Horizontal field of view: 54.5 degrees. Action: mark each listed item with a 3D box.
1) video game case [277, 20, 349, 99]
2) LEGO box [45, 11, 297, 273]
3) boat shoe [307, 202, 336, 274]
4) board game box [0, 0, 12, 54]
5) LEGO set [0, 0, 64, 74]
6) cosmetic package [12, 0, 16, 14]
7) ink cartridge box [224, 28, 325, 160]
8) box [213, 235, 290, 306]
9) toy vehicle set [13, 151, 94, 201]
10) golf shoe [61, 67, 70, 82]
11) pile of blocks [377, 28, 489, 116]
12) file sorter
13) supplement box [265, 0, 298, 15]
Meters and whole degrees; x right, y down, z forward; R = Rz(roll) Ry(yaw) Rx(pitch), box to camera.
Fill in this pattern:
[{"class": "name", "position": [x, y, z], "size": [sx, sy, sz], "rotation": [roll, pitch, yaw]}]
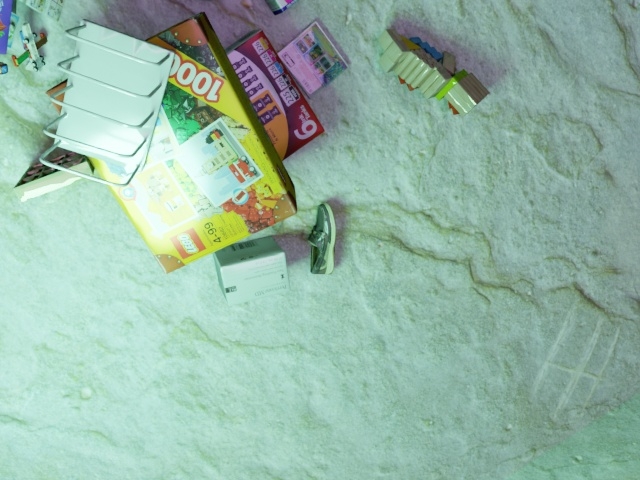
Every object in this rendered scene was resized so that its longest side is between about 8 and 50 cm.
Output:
[{"class": "video game case", "position": [-0.020, -0.494, 1.708], "size": [0.143, 0.019, 0.157], "rotation": [-41, 113, -3]}, {"class": "LEGO box", "position": [-0.330, -0.228, 1.491], "size": [0.373, 0.193, 0.499], "rotation": [-25, 115, 6]}, {"class": "boat shoe", "position": [0.000, 0.000, 1.829], "size": [0.074, 0.080, 0.223], "rotation": [-9, 113, -20]}, {"class": "board game box", "position": [-0.774, -0.551, 1.284], "size": [0.078, 0.347, 0.233], "rotation": [-16, 127, -58]}, {"class": "LEGO set", "position": [-0.682, -0.490, 1.421], "size": [0.060, 0.182, 0.244], "rotation": [18, 93, 10]}, {"class": "cosmetic package", "position": [-0.743, -0.591, 1.393], "size": [0.107, 0.127, 0.237], "rotation": [7, 102, -17]}, {"class": "ink cartridge box", "position": [-0.189, -0.345, 1.639], "size": [0.272, 0.130, 0.309], "rotation": [-36, 113, -3]}, {"class": "box", "position": [-0.195, 0.081, 1.736], "size": [0.181, 0.182, 0.118], "rotation": [-14, 109, -14]}, {"class": "toy vehicle set", "position": [-0.623, -0.165, 1.481], "size": [0.166, 0.267, 0.035], "rotation": [-23, 112, -11]}, {"class": "golf shoe", "position": [-0.553, -0.385, 1.549], "size": [0.176, 0.069, 0.085], "rotation": [4, 99, -20]}, {"class": "pile of blocks", "position": [0.308, -0.476, 1.785], "size": [0.362, 0.148, 0.112], "rotation": [30, 138, -14]}, {"class": "file sorter", "position": [-0.437, -0.271, 1.260], "size": [0.193, 0.173, 0.277], "rotation": [18, 112, -11]}, {"class": "supplement box", "position": [-0.125, -0.698, 1.564], "size": [0.111, 0.114, 0.220], "rotation": [-38, 111, -3]}]
